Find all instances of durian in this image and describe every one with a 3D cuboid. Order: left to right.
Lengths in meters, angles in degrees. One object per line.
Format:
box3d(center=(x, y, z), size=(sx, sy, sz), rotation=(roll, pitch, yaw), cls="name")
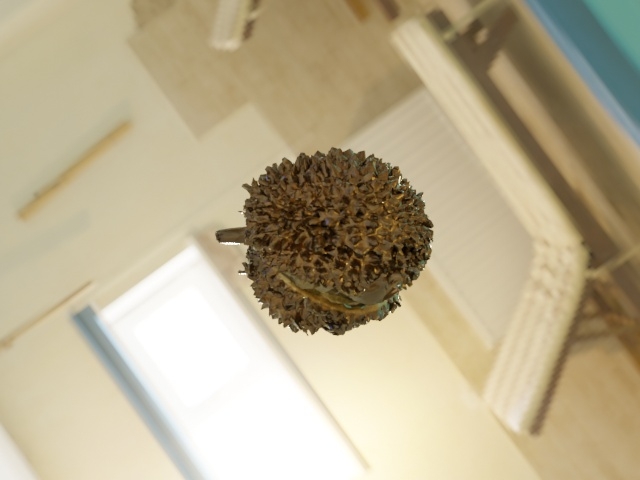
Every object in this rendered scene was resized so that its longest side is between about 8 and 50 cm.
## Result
box3d(center=(0.000, 0.000, 1.367), size=(0.196, 0.196, 0.167), rotation=(57, -167, -38), cls="durian")
